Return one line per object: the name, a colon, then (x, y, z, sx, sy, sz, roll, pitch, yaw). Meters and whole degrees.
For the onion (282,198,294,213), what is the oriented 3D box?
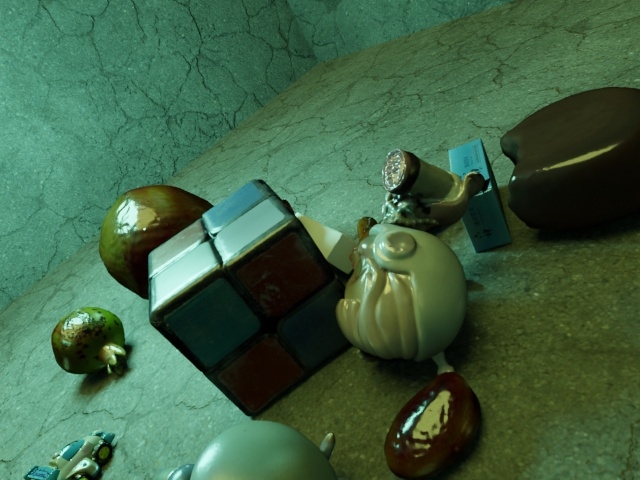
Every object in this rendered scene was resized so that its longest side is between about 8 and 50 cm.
onion: (-0.131, 0.017, 1.246, 0.250, 0.111, 0.247, -55, 2, 5)

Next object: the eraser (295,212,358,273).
eraser: (-0.001, 0.000, 1.235, 0.076, 0.078, 0.298, -58, 27, -2)

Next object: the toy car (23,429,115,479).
toy car: (-0.534, 0.471, 1.016, 0.126, 0.098, 0.161, -9, 37, 33)

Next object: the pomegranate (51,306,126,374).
pomegranate: (-0.649, 0.306, 1.342, 0.198, 0.198, 0.246, -35, 68, -7)

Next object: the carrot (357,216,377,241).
carrot: (0.119, 0.000, 1.183, 0.055, 0.055, 0.161, -20, 35, 20)

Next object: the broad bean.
broad bean: (0.159, 0.268, 0.680, 0.165, 0.084, 0.114, -41, 12, -4)

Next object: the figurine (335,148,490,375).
figurine: (0.157, 0.037, 0.816, 0.211, 0.253, 0.361, 10, 74, 25)

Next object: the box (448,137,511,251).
box: (0.344, -0.103, 1.028, 0.083, 0.142, 0.232, -19, 30, 23)

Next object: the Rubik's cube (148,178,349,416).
Rubik's cube: (-0.141, 0.104, 0.992, 0.313, 0.318, 0.316, -36, 27, -5)

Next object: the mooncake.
mooncake: (0.501, -0.151, 0.919, 0.334, 0.174, 0.326, -35, 25, 0)

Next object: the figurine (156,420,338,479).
figurine: (-0.158, 0.392, 0.674, 0.382, 0.205, 0.224, -26, 21, 27)

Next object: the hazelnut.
hazelnut: (-0.484, -0.005, 1.496, 0.421, 0.353, 0.421, -17, 5, 2)

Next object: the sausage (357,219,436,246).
sausage: (0.207, -0.042, 1.105, 0.300, 0.083, 0.089, -30, 25, -15)
